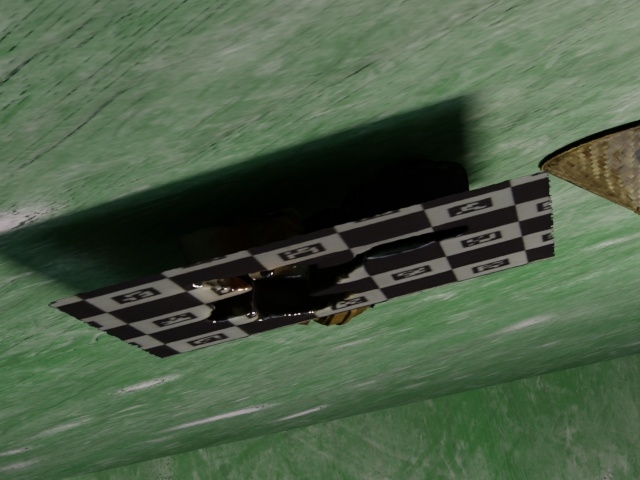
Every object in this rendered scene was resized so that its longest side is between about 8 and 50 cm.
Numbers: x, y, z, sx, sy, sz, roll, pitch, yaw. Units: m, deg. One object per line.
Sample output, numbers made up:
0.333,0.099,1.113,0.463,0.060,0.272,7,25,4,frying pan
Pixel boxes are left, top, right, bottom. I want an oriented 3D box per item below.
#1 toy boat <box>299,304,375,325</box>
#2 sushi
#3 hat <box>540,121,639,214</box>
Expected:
0.002,0.044,1.716,0.088,0.068,0.226,-9,173,-7,toy boat
0.000,0.000,1.445,0.359,0.064,0.343,-14,168,6,sushi
0.262,-0.051,1.558,0.146,0.067,0.146,-15,170,-3,hat
